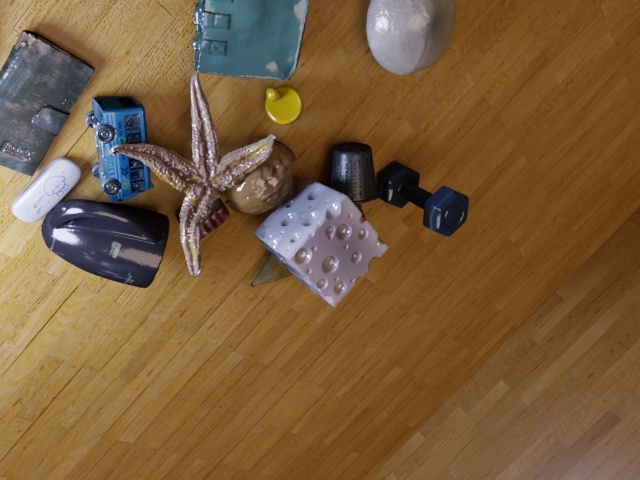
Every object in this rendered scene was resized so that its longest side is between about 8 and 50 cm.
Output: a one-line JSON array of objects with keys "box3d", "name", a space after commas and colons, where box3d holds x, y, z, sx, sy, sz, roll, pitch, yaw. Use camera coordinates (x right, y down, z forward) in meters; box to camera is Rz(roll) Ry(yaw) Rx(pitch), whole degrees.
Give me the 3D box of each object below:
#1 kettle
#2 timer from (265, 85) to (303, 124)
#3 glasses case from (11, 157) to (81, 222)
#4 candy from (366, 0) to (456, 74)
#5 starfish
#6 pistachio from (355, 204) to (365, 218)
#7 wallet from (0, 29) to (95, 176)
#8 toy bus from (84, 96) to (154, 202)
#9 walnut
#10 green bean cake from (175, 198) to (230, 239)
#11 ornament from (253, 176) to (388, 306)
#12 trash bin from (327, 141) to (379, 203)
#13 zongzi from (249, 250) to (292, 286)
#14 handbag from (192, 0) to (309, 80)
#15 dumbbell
[{"box3d": [-0.547, -0.020, 1.429, 0.290, 0.207, 0.268, 19, 148, -27], "name": "kettle"}, {"box3d": [-0.100, -0.370, 1.527, 0.107, 0.109, 0.107, 0, 95, 4], "name": "timer"}, {"box3d": [-0.680, -0.125, 1.392, 0.197, 0.049, 0.076, -43, 132, 3], "name": "glasses case"}, {"box3d": [0.253, -0.593, 1.532, 0.295, 0.185, 0.295, -17, 126, -26], "name": "candy"}, {"box3d": [-0.297, -0.170, 1.421, 0.398, 0.132, 0.384, -39, 123, -1], "name": "starfish"}, {"box3d": [0.087, -0.078, 1.853, 0.110, 0.100, 0.189, -30, 134, -14], "name": "pistachio"}, {"box3d": [-0.666, -0.304, 1.277, 0.169, 0.044, 0.317, 27, 106, -42], "name": "wallet"}, {"box3d": [-0.495, -0.226, 1.390, 0.134, 0.113, 0.246, -15, 127, -29], "name": "toy bus"}, {"box3d": [-0.160, -0.159, 1.591, 0.204, 0.141, 0.238, -20, 139, -53], "name": "walnut"}, {"box3d": [-0.332, -0.072, 1.581, 0.135, 0.136, 0.056, -36, 134, -5], "name": "green bean cake"}, {"box3d": [0.000, 0.000, 1.632, 0.240, 0.239, 0.240, -47, 125, -8], "name": "ornament"}, {"box3d": [0.095, -0.213, 1.731, 0.175, 0.175, 0.161, -14, 117, -22], "name": "trash bin"}, {"box3d": [-0.141, 0.025, 1.800, 0.256, 0.115, 0.228, -20, 124, -1], "name": "zongzi"}, {"box3d": [-0.175, -0.540, 1.374, 0.274, 0.100, 0.269, -7, 129, -26], "name": "handbag"}, {"box3d": [0.322, -0.139, 1.804, 0.143, 0.316, 0.156, -16, 123, -27], "name": "dumbbell"}]
